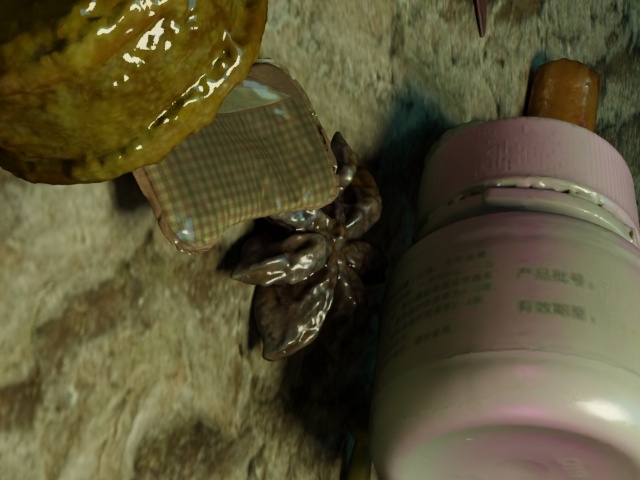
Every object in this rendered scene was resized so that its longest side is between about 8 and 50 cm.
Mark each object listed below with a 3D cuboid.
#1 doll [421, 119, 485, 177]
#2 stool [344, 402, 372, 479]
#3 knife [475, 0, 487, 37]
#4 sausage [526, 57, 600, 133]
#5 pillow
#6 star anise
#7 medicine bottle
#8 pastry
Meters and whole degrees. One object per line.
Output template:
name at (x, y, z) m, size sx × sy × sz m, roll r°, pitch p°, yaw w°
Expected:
doll at (0.202, -0.062, 1.185) m, size 0.293 × 0.119 × 0.138 m, roll 10°, pitch 102°, yaw -65°
stool at (0.085, 0.226, 1.018) m, size 0.134 × 0.135 × 0.110 m, roll -107°, pitch -168°, yaw -78°
knife at (0.178, -0.354, 1.181) m, size 0.035 × 0.018 × 0.247 m, roll -54°, pitch 141°, yaw -47°
sausage at (0.313, -0.111, 1.377) m, size 0.109 × 0.109 × 0.270 m, roll 45°, pitch 56°, yaw -54°
pillow at (-0.064, -0.071, 0.744) m, size 0.211 × 0.034 × 0.135 m, roll -24°, pitch 85°, yaw -53°
star anise at (0.000, 0.017, 0.873) m, size 0.212 × 0.073 × 0.196 m, roll -33°, pitch 120°, yaw -51°
medicine bottle at (0.180, 0.073, 0.907) m, size 0.256 × 0.256 × 0.324 m, roll 63°, pitch 27°, yaw -44°
pastry at (-0.122, -0.126, 0.526) m, size 0.103 × 0.189 × 0.188 m, roll 57°, pitch 47°, yaw -55°
